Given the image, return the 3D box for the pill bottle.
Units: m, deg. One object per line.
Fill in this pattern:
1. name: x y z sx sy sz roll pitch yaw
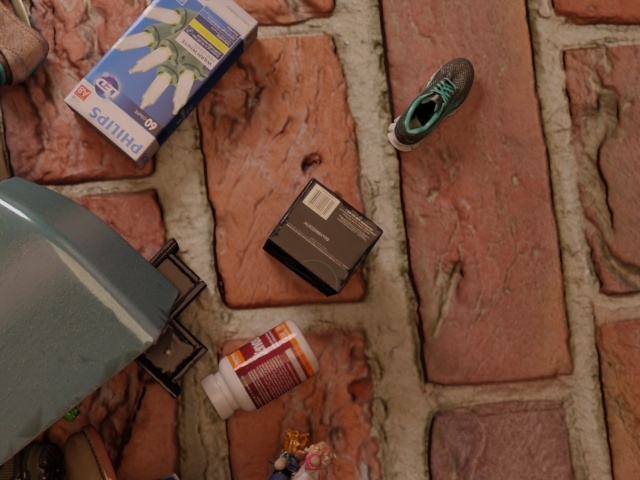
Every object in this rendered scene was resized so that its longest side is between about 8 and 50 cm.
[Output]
1. pill bottle: -0.084 0.180 1.383 0.152 0.086 0.086 -30 88 -7

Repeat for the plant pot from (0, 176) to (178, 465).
1. plant pot: -0.352 0.068 1.201 0.247 0.248 0.252 -39 99 4

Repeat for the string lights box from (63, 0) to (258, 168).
1. string lights box: -0.220 -0.243 1.418 0.133 0.077 0.259 40 83 -1

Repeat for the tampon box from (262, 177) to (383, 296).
1. tampon box: 0.000 0.000 1.370 0.120 0.161 0.101 37 82 -2

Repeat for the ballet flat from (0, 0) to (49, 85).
1. ballet flat: -0.497 -0.355 1.407 0.106 0.107 0.316 -41 94 -27

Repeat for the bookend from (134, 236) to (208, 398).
1. bookend: -0.201 0.108 1.388 0.157 0.072 0.156 44 82 0

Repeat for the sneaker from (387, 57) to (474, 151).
1. sneaker: 0.167 -0.197 1.446 0.065 0.076 0.166 39 83 -1

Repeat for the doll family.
1. doll family: -0.048 0.341 1.319 0.118 0.263 0.163 15 51 15

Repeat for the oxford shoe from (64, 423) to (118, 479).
1. oxford shoe: -0.318 0.418 1.309 0.130 0.123 0.348 -4 84 -22

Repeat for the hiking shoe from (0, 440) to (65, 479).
1. hiking shoe: -0.420 0.374 1.350 0.114 0.086 0.227 11 82 14

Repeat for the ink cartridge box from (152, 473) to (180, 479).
1. ink cartridge box: -0.116 0.415 1.254 0.072 0.303 0.307 -30 88 -29

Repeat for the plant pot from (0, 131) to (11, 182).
1. plant pot: -0.564 -0.113 1.279 0.305 0.334 0.333 -14 86 -17

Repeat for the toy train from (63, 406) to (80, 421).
1. toy train: -0.370 0.221 1.391 0.083 0.017 0.023 35 93 -1
